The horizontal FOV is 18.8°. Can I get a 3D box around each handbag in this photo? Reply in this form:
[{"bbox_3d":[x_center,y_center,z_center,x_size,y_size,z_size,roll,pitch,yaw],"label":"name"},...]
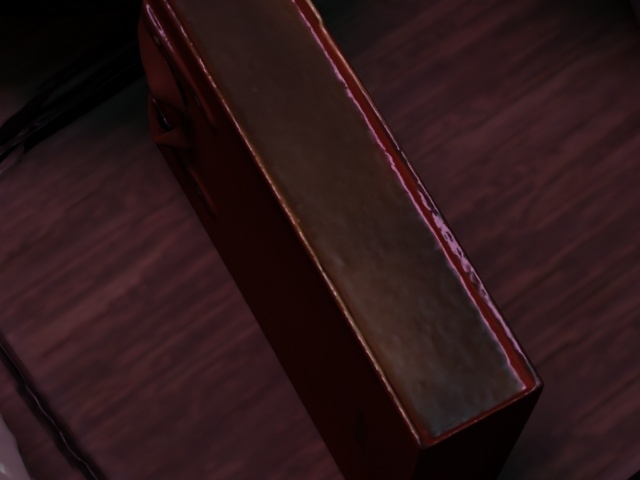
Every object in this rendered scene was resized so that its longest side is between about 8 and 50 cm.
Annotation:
[{"bbox_3d":[0.000,0.000,0.663,0.063,0.127,0.190,-25,72,-13],"label":"handbag"}]

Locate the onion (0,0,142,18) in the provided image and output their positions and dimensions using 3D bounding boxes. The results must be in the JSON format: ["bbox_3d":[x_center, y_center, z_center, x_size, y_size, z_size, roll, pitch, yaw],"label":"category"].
[{"bbox_3d":[-0.119,-0.205,0.699,0.281,0.221,0.281,8,40,-7],"label":"onion"}]

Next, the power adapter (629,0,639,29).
[{"bbox_3d":[0.197,-0.058,0.691,0.125,0.130,0.205,-14,70,-7],"label":"power adapter"}]

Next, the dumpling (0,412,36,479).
[{"bbox_3d":[-0.186,0.138,0.594,0.252,0.131,0.179,-40,68,-14],"label":"dumpling"}]
